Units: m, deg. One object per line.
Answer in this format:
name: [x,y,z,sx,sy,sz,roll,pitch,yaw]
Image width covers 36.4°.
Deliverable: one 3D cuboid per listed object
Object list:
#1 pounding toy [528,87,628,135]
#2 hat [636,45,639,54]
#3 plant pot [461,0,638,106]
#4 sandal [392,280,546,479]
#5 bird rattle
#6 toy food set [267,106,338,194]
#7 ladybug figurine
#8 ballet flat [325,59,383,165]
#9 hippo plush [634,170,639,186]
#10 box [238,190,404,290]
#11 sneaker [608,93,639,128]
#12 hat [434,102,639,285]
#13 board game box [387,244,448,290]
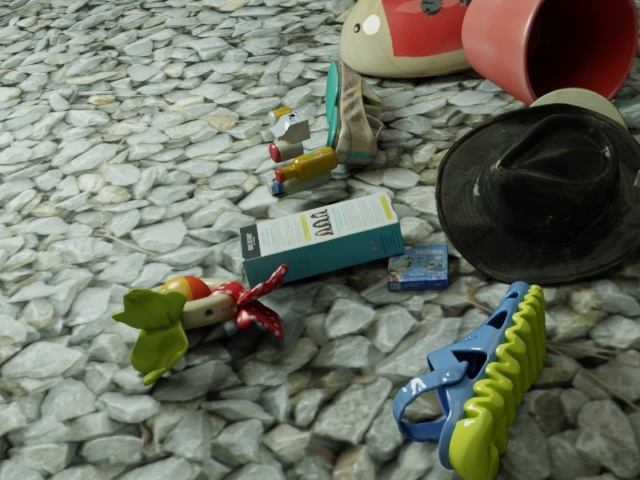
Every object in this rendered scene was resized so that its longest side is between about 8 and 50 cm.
pounding toy: [0.436,-0.143,1.571,0.236,0.183,0.110,14,4,22]
hat: [0.555,-0.438,2.058,0.172,0.184,0.208,-1,-11,-10]
plant pot: [0.410,-0.381,1.826,0.275,0.275,0.243,-24,28,-20]
sandal: [0.191,0.156,1.208,0.138,0.126,0.317,8,36,30]
bird rattle: [-0.176,0.085,1.391,0.253,0.143,0.207,-23,21,-25]
toy food set: [-0.060,-0.147,1.700,0.104,0.111,0.232,-20,39,-16]
ladybug figurine: [0.255,-0.469,2.051,0.449,0.162,0.305,-12,34,-4]
ballet flat: [0.064,-0.235,1.832,0.106,0.108,0.316,10,39,-8]
hippo plush: [0.580,-0.064,1.411,0.294,0.234,0.236,13,7,5]
box: [0.000,0.000,1.503,0.244,0.060,0.100,-14,32,1]
sneaker: [0.546,-0.222,1.733,0.152,0.061,0.054,-10,37,33]
hat: [0.332,-0.092,1.417,0.331,0.134,0.331,-3,67,6]
board game box: [0.147,0.040,1.467,0.090,0.020,0.090,-3,34,9]
